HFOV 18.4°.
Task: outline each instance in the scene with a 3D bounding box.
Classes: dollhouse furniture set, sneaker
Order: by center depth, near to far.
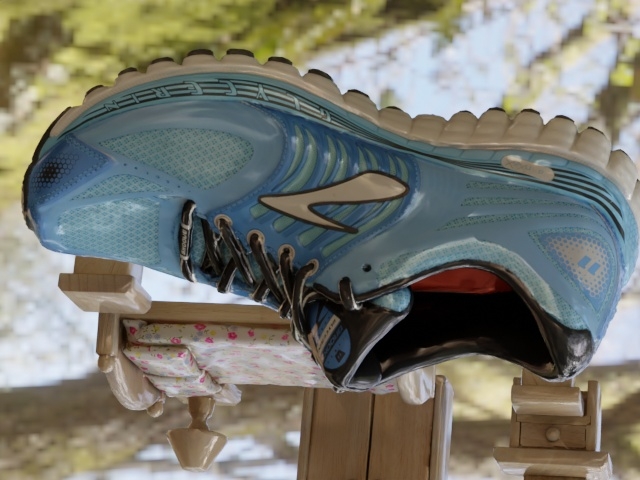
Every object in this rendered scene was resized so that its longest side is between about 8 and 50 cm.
[{"bbox_3d":[0.000,0.000,0.502,0.063,0.162,0.073,85,13,-52],"label":"sneaker"},{"bbox_3d":[0.023,0.135,1.251,0.355,0.303,0.173,58,35,-69],"label":"dollhouse furniture set"}]
